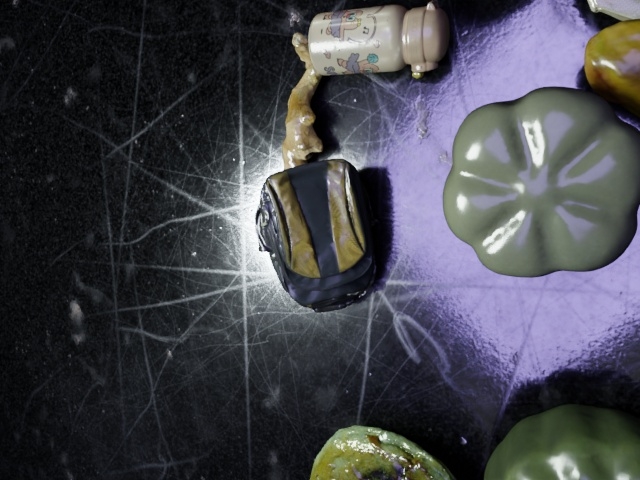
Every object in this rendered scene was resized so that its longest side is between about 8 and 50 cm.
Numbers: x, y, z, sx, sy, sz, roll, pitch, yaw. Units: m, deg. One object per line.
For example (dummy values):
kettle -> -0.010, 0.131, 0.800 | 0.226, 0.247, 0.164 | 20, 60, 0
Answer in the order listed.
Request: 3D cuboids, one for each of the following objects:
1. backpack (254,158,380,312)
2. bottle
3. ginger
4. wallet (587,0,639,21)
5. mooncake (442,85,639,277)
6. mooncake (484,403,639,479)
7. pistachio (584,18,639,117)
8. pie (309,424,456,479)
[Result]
backpack -> 0.000, 0.000, 0.772 | 0.206, 0.133, 0.258 | -13, 99, -1
bottle -> 0.094, -0.308, 0.723 | 0.209, 0.097, 0.110 | 7, 122, 25
ginger -> -0.028, -0.207, 0.804 | 0.089, 0.075, 0.287 | 19, 109, 44
wallet -> 0.480, -0.406, 0.544 | 0.275, 0.068, 0.335 | 16, 103, 21
mooncake -> 0.298, -0.075, 0.630 | 0.275, 0.135, 0.274 | 5, 101, 25
mooncake -> 0.378, 0.413, 0.613 | 0.352, 0.187, 0.351 | 4, 99, 24
pistachio -> 0.425, -0.209, 0.569 | 0.189, 0.100, 0.110 | 36, 113, 17
pie -> 0.118, 0.464, 0.776 | 0.323, 0.071, 0.323 | 10, 107, 35
